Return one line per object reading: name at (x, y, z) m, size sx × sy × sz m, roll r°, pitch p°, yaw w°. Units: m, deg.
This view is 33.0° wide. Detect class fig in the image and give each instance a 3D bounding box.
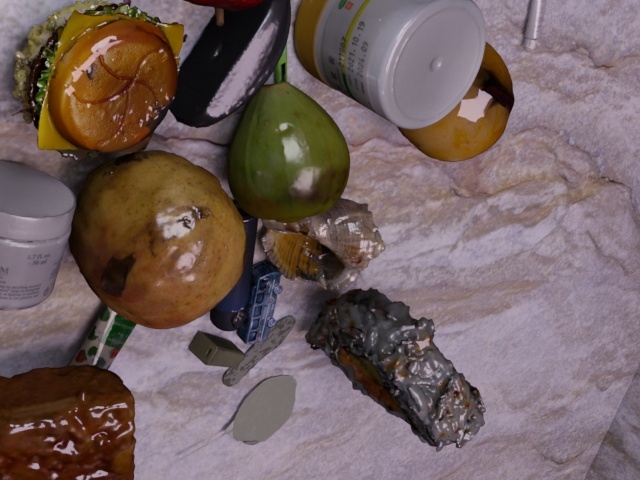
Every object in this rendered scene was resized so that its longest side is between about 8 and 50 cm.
fig at (-0.048, -0.141, 1.798) m, size 0.207 × 0.207 × 0.230 m, roll -4°, pitch 121°, yaw -44°

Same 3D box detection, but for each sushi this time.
sushi at (0.160, 0.250, 2.165) m, size 0.176 × 0.417 × 0.417 m, roll -48°, pitch 142°, yaw -9°

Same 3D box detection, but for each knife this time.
knife at (-0.059, -0.347, 1.779) m, size 0.054 × 0.015 × 0.212 m, roll -31°, pitch 137°, yaw -37°

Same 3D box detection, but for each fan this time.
fan at (-0.168, 0.381, 2.235) m, size 0.310 × 0.010 × 0.182 m, roll -24°, pitch 133°, yaw -36°

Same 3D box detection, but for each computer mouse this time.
computer mouse at (-0.126, -0.282, 1.660) m, size 0.086 × 0.137 × 0.269 m, roll 34°, pitch 91°, yaw -43°

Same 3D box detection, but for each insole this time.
insole at (-0.122, 0.220, 2.162) m, size 0.193 × 0.006 × 0.065 m, roll -44°, pitch 142°, yaw -10°

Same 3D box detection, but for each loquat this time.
loquat at (0.237, -0.263, 1.974) m, size 0.235 × 0.235 × 0.235 m, roll -26°, pitch 135°, yaw -30°

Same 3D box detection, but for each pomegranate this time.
pomegranate at (-0.247, -0.002, 1.652) m, size 0.281 × 0.281 × 0.281 m, roll -26°, pitch 135°, yaw -30°

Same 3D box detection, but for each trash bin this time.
trash bin at (-0.194, 0.210, 2.037) m, size 0.092 × 0.061 × 0.043 m, roll 23°, pitch 101°, yaw -53°

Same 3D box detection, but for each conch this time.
conch at (0.000, 0.000, 2.005) m, size 0.245 × 0.163 × 0.178 m, roll 13°, pitch 94°, yaw -19°

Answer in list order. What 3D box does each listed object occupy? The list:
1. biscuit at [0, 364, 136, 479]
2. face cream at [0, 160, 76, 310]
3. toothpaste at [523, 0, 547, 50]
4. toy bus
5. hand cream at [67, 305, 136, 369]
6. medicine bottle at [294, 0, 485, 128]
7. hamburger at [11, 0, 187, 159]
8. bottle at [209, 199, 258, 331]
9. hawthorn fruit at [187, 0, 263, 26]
biscuit at (-0.476, 0.384, 1.753) m, size 0.343 × 0.166 × 0.395 m, roll -9°, pitch 128°, yaw -27°
face cream at (-0.445, -0.008, 1.515) m, size 0.177 × 0.177 × 0.153 m, roll -3°, pitch 121°, yaw -45°
toothpaste at (0.439, -0.475, 2.177) m, size 0.048 × 0.031 × 0.190 m, roll -15°, pitch 125°, yaw -34°
toy bus at (-0.116, 0.120, 2.058) m, size 0.065 × 0.047 × 0.166 m, roll -12°, pitch 127°, yaw -35°
hand cream at (-0.376, 0.185, 1.839) m, size 0.276 × 0.059 × 0.095 m, roll -58°, pitch 144°, yaw 2°
medicine bottle at (0.114, -0.333, 1.789) m, size 0.238 × 0.232 × 0.238 m, roll -26°, pitch 135°, yaw -29°
hamburger at (-0.307, -0.232, 1.513) m, size 0.262 × 0.139 × 0.243 m, roll 4°, pitch 118°, yaw -47°
bottle at (-0.156, 0.050, 1.934) m, size 0.072 × 0.082 × 0.244 m, roll -19°, pitch 131°, yaw -39°
hawthorn fruit at (-0.143, -0.414, 1.497) m, size 0.215 × 0.215 × 0.249 m, roll -19°, pitch 136°, yaw -35°
